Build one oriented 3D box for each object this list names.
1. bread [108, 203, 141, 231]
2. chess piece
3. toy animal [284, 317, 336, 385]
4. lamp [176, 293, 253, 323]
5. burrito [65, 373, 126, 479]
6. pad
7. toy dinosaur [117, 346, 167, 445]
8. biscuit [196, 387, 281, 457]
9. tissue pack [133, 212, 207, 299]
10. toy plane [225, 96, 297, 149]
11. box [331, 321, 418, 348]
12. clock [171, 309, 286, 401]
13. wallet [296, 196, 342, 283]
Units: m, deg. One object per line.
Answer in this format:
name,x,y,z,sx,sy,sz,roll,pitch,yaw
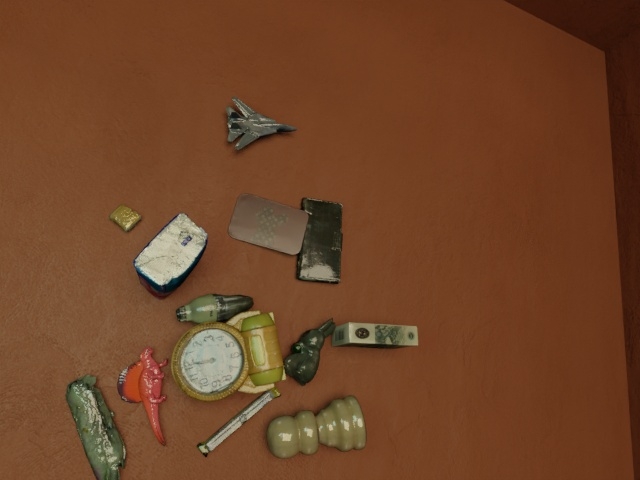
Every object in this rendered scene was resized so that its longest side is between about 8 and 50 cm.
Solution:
bread,-0.631,-0.073,1.374,0.083,0.035,0.070,34,65,-1
chess piece,-0.020,0.604,1.350,0.300,0.167,0.166,-6,77,-15
toy animal,-0.037,0.366,1.441,0.236,0.108,0.138,-55,135,-42
lamp,-0.333,0.216,1.363,0.251,0.101,0.101,-7,77,-25
burrito,-0.620,0.526,1.184,0.096,0.066,0.308,-22,83,-19
pad,-0.184,-0.060,1.530,0.268,0.004,0.180,16,71,-7
toy dinosaur,-0.525,0.458,1.248,0.139,0.070,0.285,-2,78,-10
biscuit,-0.250,0.559,1.333,0.292,0.026,0.048,-34,84,-26
tissue pack,-0.440,0.057,1.276,0.137,0.270,0.209,37,65,-6
toy plane,-0.220,-0.427,1.608,0.268,0.088,0.212,1,75,-29
box,0.185,0.335,1.485,0.257,0.164,0.069,7,70,-18
clock,-0.281,0.357,1.298,0.318,0.200,0.243,-11,75,-14
wallet,0.000,0.000,1.582,0.169,0.044,0.316,8,70,-14
